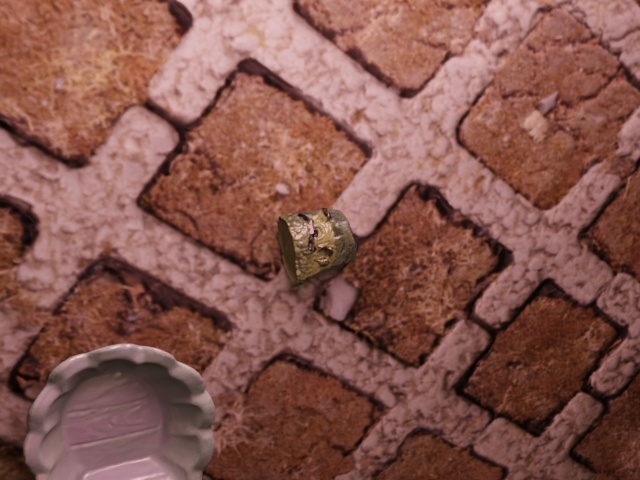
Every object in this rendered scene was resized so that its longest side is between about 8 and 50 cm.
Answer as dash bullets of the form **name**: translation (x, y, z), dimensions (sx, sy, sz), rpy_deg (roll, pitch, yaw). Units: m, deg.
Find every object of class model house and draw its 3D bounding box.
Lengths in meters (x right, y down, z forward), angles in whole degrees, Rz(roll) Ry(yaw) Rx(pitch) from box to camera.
- **model house**: translation (0.000, 0.000, 0.986), dimensions (0.083, 0.066, 0.078), rpy_deg (-14, 120, -16)

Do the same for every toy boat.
- **toy boat**: translation (-0.218, 0.220, 0.991), dimensions (0.200, 0.100, 0.290), rpy_deg (-8, 116, -16)
